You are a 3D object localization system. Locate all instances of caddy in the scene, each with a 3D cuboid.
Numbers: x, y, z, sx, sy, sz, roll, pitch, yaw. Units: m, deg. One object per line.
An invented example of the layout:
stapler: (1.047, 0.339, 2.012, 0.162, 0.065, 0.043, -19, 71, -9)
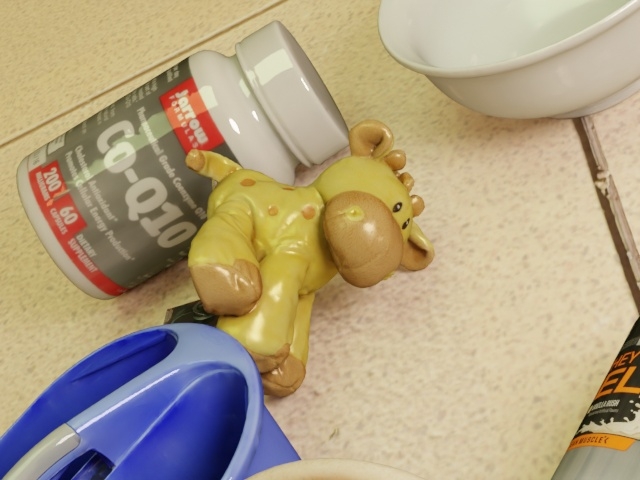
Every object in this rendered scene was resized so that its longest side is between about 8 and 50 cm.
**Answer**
caddy: (-0.162, 0.211, 0.942, 0.341, 0.179, 0.241, -48, 38, -16)

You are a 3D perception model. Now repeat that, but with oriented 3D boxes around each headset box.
headset box: (-0.105, 0.083, 1.166, 0.083, 0.032, 0.062, -16, 40, 24)

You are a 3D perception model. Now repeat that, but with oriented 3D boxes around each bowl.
bowl: (0.209, -0.200, 1.139, 0.298, 0.134, 0.298, -23, 38, 19)

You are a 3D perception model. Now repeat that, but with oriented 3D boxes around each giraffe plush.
giraffe plush: (0.000, 0.000, 1.068, 0.170, 0.181, 0.210, -15, 56, 9)

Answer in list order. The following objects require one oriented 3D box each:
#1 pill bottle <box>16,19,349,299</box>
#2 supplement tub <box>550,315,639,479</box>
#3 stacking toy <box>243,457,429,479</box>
pill bottle: (-0.126, -0.078, 1.256, 0.283, 0.161, 0.161, -31, 36, 9)
supplement tub: (0.217, 0.114, 0.788, 0.117, 0.117, 0.190, 7, 53, 44)
stacking toy: (-0.119, 0.272, 0.519, 0.351, 0.480, 0.350, -5, 83, 42)
